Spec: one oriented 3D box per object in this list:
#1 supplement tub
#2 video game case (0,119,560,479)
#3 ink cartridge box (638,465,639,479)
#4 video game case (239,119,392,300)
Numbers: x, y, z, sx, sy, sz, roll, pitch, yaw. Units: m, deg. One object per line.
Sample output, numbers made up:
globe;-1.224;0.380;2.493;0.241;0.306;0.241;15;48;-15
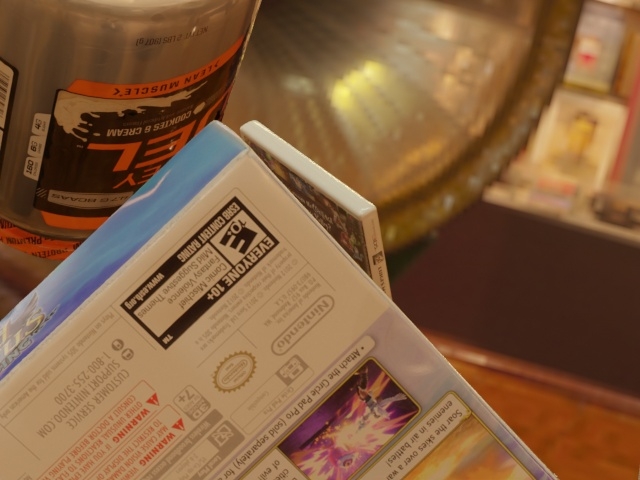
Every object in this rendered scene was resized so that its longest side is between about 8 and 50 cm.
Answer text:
supplement tub;-0.145;-0.129;1.253;0.193;0.193;0.316;12;-32;-7
video game case;-0.060;0.124;0.897;0.244;0.269;0.061;47;-1;-25
ink cartridge box;0.339;0.130;1.500;0.148;0.203;0.086;15;45;1
video game case;0.000;0.000;1.796;0.022;0.173;0.190;-30;42;-22
